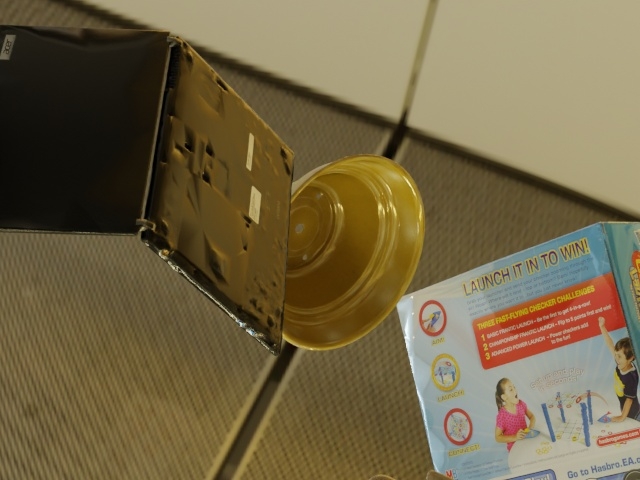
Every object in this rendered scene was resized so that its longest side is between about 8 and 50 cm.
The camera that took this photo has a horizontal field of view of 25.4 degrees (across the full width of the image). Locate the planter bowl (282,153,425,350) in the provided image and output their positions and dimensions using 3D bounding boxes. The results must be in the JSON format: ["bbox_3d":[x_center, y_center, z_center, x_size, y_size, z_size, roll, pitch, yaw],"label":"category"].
[{"bbox_3d":[0.000,0.000,1.502,0.217,0.217,0.090,-30,-143,-27],"label":"planter bowl"}]

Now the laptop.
[{"bbox_3d":[-0.153,-0.045,1.153,0.137,0.264,0.234,-24,-138,27],"label":"laptop"}]

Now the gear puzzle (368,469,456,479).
[{"bbox_3d":[0.148,0.254,0.728,0.339,0.044,0.175,24,-94,12],"label":"gear puzzle"}]

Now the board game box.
[{"bbox_3d":[0.248,0.167,1.556,0.086,0.308,0.302,0,-106,-44],"label":"board game box"}]
